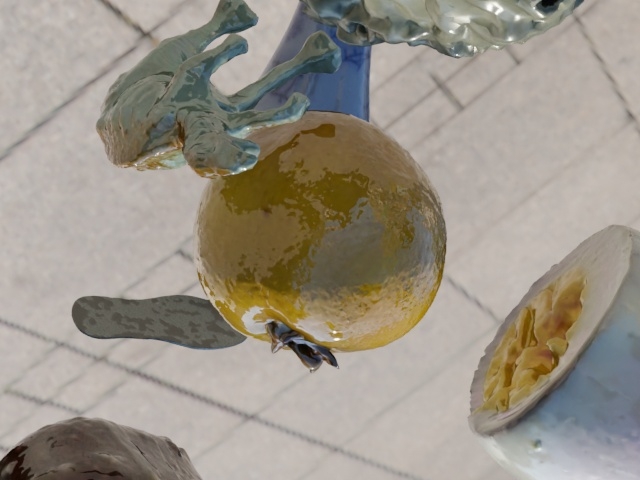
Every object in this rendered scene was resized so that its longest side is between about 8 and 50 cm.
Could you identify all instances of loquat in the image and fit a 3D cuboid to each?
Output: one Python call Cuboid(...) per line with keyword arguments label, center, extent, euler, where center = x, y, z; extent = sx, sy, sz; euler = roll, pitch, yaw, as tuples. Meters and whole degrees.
Cuboid(label="loquat", center=(0.000, 0.000, 1.206), extent=(0.208, 0.208, 0.208), euler=(-28, 155, -15))

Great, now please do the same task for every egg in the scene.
Cuboid(label="egg", center=(0.414, 0.205, 1.898), extent=(0.354, 0.340, 0.354), euler=(-52, -171, 11))

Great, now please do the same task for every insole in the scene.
Cuboid(label="insole", center=(-0.162, 0.083, 1.520), extent=(0.193, 0.065, 0.006), euler=(4, 142, -28))

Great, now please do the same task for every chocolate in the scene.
Cuboid(label="chocolate", center=(-0.232, 0.310, 1.629), extent=(0.225, 0.210, 0.340), euler=(-47, 141, 9))

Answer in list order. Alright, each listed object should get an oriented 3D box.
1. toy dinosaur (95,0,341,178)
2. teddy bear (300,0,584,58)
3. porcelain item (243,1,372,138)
Cuboid(label="toy dinosaur", center=(-0.106, -0.118, 1.171), extent=(0.205, 0.393, 0.092), euler=(-41, 118, -24))
Cuboid(label="teddy bear", center=(0.104, -0.269, 0.859), extent=(0.367, 0.357, 0.224), euler=(-48, 138, -19))
Cuboid(label="porcelain item", center=(-0.003, -0.169, 1.591), extent=(0.141, 0.141, 0.259), euler=(-7, 120, -47))
